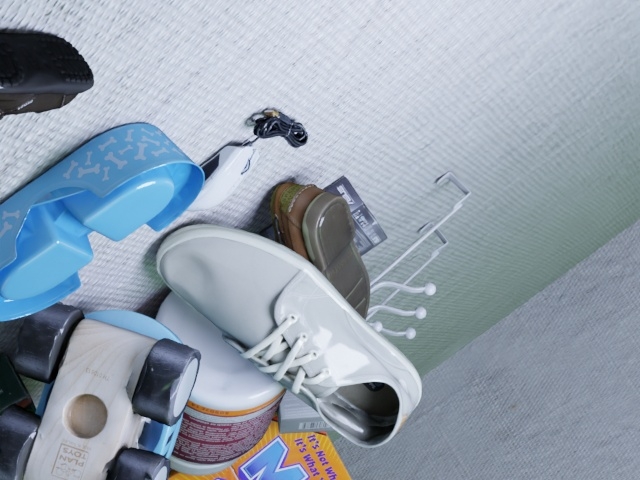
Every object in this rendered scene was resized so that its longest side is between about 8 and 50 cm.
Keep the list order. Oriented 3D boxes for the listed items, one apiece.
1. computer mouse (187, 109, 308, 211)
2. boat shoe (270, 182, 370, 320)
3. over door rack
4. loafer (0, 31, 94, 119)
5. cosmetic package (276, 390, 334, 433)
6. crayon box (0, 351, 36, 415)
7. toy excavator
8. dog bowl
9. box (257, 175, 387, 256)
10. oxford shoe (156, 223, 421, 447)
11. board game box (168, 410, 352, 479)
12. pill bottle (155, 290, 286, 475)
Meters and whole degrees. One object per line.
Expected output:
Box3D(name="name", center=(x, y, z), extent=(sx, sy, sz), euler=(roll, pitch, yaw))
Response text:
Box3D(name="computer mouse", center=(-0.106, -0.088, 1.512), extent=(0.193, 0.042, 0.106), euler=(-38, 163, 13))
Box3D(name="boat shoe", center=(-0.004, 0.042, 1.763), extent=(0.111, 0.104, 0.307), euler=(-39, 138, -36))
Box3D(name="over door rack", center=(0.160, 0.068, 2.103), extent=(0.324, 0.108, 0.239), euler=(-53, 170, -22))
Box3D(name="loafer", center=(-0.283, -0.132, 1.024), extent=(0.078, 0.080, 0.220), euler=(-42, 161, 24))
Box3D(name="cosmetic package", center=(-0.020, 0.199, 2.064), extent=(0.127, 0.238, 0.107), euler=(-2, 155, -5))
Box3D(name="crayon box", center=(-0.504, 0.288, 1.750), extent=(0.202, 0.081, 0.318), euler=(-29, 162, -16))
Box3D(name="toy excavator", center=(-0.297, 0.316, 1.704), extent=(0.445, 0.222, 0.433), euler=(53, 54, -81))
Box3D(name="dog bowl", center=(-0.271, -0.023, 1.346), extent=(0.297, 0.074, 0.166), euler=(-34, 162, 5))
Box3D(name="box", center=(0.000, 0.000, 1.905), extent=(0.183, 0.056, 0.231), euler=(-34, 162, 4))
Box3D(name="oxford shoe", center=(-0.036, 0.136, 1.670), extent=(0.169, 0.449, 0.130), euler=(-38, -157, 33))
Box3D(name="board game box", center=(-0.138, 0.502, 2.299), extent=(0.356, 0.356, 0.356), euler=(-30, -170, -11))
Box3D(name="pill bottle", center=(-0.172, 0.226, 1.929), extent=(0.224, 0.224, 0.392), euler=(-25, 160, -24))
